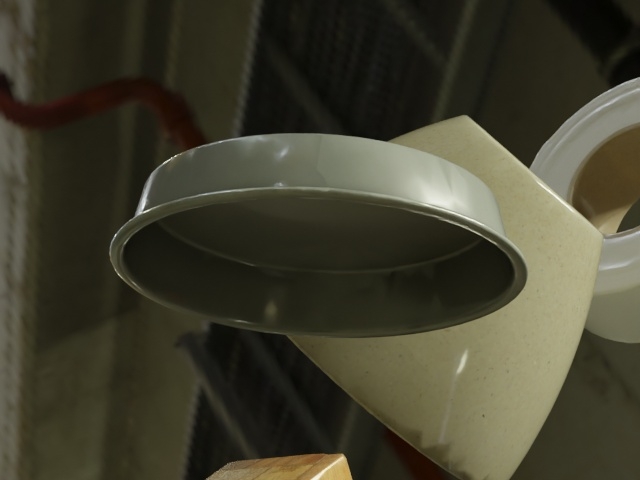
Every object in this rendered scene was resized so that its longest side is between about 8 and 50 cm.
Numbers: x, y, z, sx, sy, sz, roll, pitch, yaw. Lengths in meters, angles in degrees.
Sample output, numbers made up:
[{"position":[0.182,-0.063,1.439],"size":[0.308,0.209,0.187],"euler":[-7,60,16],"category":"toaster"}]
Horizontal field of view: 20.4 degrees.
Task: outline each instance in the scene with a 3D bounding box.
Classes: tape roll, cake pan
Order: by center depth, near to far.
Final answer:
[{"position":[0.000,0.000,1.254],"size":[0.293,0.293,0.054],"euler":[135,-38,-63],"category":"cake pan"},{"position":[0.345,-0.037,1.845],"size":[0.100,0.286,0.286],"euler":[44,-9,-36],"category":"tape roll"}]

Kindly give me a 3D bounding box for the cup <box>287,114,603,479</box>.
[{"position":[0.114,0.028,1.600],"size":[0.331,0.237,0.331],"euler":[40,6,-5],"category":"cup"}]

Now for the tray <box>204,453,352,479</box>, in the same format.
[{"position":[-0.008,0.322,0.765],"size":[0.076,0.203,0.410],"euler":[-9,-78,33],"category":"tray"}]
